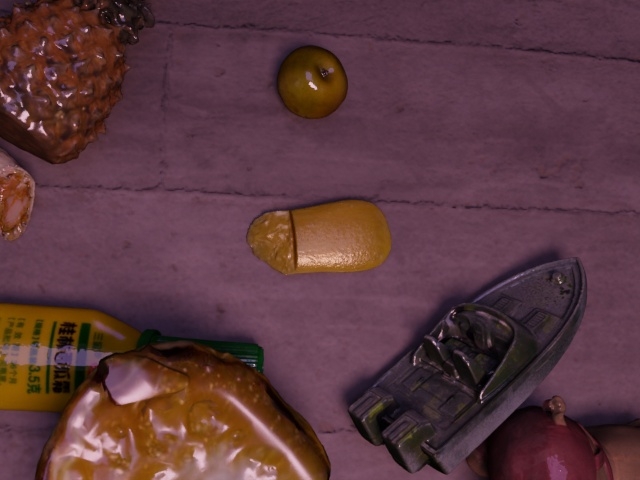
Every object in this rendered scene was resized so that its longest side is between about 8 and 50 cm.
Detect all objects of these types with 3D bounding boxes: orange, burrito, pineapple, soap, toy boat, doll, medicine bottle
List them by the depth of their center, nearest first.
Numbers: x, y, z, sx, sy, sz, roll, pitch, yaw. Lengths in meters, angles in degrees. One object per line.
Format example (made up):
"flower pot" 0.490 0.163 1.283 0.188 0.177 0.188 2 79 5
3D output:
"orange" -0.118 0.285 0.713 0.271 0.210 0.368 -7 74 -17
"doll" 0.288 0.268 0.803 0.256 0.152 0.196 14 63 -15
"medicine bottle" -0.214 0.129 0.816 0.309 0.076 0.111 4 81 -7
"toy boat" 0.180 0.118 0.838 0.319 0.141 0.092 -38 119 -18
"burrito" -0.406 -0.104 0.859 0.226 0.087 0.060 44 35 9
"pineapple" -0.263 -0.254 0.883 0.169 0.169 0.340 29 68 1
"soap" 0.000 0.000 0.902 0.169 0.033 0.089 -9 73 -9

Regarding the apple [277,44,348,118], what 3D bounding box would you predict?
"apple" -0.008 -0.193 0.937 0.090 0.074 0.089 7 76 -27
